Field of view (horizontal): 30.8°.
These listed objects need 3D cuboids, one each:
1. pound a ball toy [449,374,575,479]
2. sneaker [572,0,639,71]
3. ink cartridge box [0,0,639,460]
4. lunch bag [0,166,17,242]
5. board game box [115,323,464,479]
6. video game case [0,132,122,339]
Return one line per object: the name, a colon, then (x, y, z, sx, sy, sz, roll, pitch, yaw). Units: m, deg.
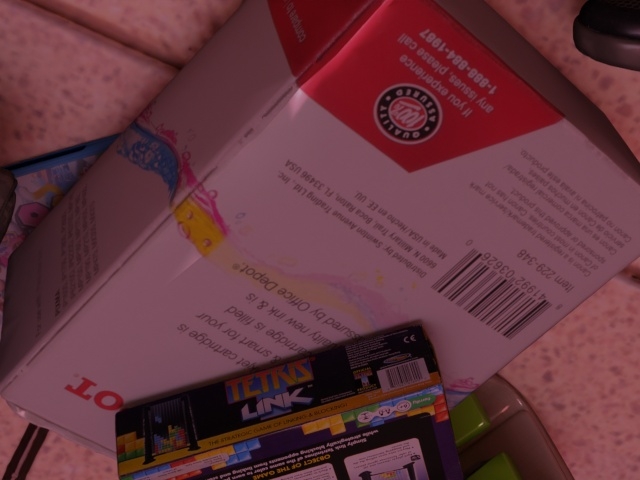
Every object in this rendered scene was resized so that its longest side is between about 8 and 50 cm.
pound a ball toy: (0.037, 0.260, 0.776, 0.319, 0.208, 0.136, -42, 141, 19)
sneaker: (0.244, -0.156, 0.610, 0.228, 0.087, 0.130, -7, 119, -1)
ink cartridge box: (0.000, 0.000, 0.649, 0.226, 0.131, 0.306, 35, 115, -31)
lunch bag: (-0.328, 0.050, 0.555, 0.256, 0.305, 0.212, 29, 154, -17)
board game box: (-0.009, 0.129, 0.635, 0.170, 0.048, 0.141, -16, 132, 0)
video game case: (-0.162, 0.003, 0.730, 0.166, 0.015, 0.119, -15, 120, 7)
